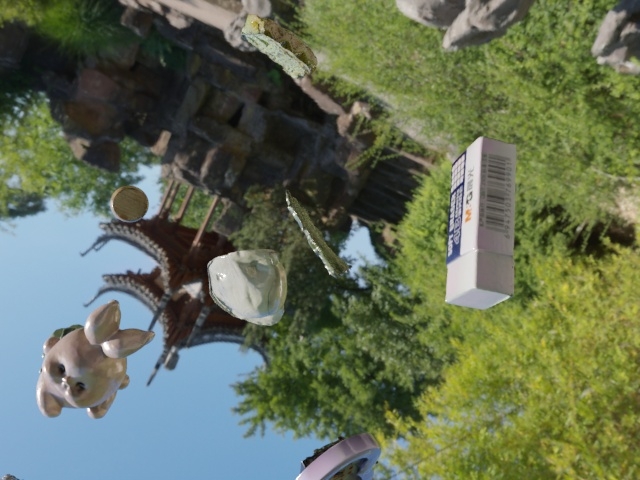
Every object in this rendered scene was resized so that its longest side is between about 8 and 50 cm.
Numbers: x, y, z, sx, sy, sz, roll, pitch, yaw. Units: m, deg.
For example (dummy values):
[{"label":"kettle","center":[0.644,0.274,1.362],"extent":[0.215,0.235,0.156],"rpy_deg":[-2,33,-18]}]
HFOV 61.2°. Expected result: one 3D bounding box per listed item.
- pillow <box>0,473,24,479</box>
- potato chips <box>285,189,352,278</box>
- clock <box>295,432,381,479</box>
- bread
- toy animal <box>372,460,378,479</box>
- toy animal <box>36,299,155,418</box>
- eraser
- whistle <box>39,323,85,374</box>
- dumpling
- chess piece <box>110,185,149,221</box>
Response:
[{"label":"pillow","center":[-0.660,0.561,1.120],"extent":[0.248,0.135,0.049],"rpy_deg":[-9,127,45]},{"label":"potato chips","center":[0.000,-0.001,0.819],"extent":[0.092,0.028,0.207],"rpy_deg":[42,-172,-46]},{"label":"clock","center":[0.014,0.405,0.947],"extent":[0.172,0.198,0.064],"rpy_deg":[-17,-133,-22]},{"label":"bread","center":[-0.104,-0.519,1.442],"extent":[0.128,0.088,0.232],"rpy_deg":[12,172,42]},{"label":"toy animal","center":[0.131,0.668,1.431],"extent":[0.181,0.136,0.073],"rpy_deg":[52,170,8]},{"label":"toy animal","center":[-0.305,0.159,0.704],"extent":[0.124,0.212,0.124],"rpy_deg":[17,-129,-22]},{"label":"eraser","center":[0.291,-0.030,0.984],"extent":[0.086,0.287,0.130],"rpy_deg":[10,161,-5]},{"label":"whistle","center":[-0.570,0.250,1.232],"extent":[0.101,0.106,0.253],"rpy_deg":[26,-175,-24]},{"label":"dumpling","center":[-0.234,0.143,1.711],"extent":[0.260,0.181,0.341],"rpy_deg":[6,161,6]},{"label":"chess piece","center":[-0.434,-0.083,1.233],"extent":[0.083,0.084,0.038],"rpy_deg":[22,-178,-27]}]
